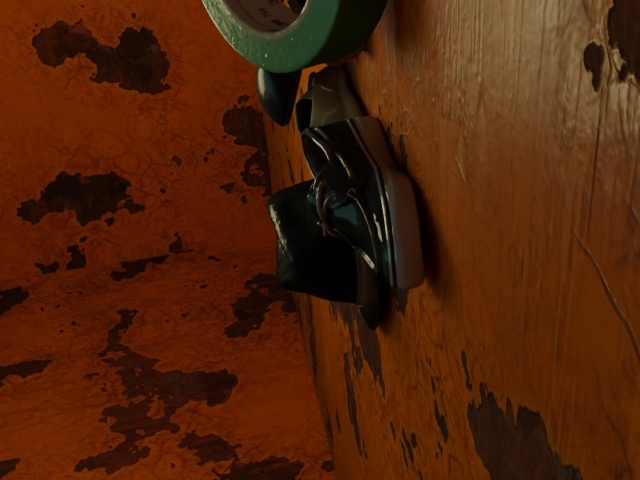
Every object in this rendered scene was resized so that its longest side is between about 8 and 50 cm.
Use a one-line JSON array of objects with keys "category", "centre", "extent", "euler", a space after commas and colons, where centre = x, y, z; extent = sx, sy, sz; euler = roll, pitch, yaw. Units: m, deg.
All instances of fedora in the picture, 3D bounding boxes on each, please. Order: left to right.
[{"category": "fedora", "centre": [0.000, 0.000, 1.430], "extent": [0.334, 0.153, 0.333], "euler": [171, 90, -84]}]

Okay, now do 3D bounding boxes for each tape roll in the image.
[{"category": "tape roll", "centre": [-0.048, -0.359, 1.046], "extent": [0.321, 0.077, 0.321], "euler": [34, 135, 42]}]

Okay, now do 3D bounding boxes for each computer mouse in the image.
[{"category": "computer mouse", "centre": [-0.054, -0.313, 1.431], "extent": [0.188, 0.072, 0.272], "euler": [122, 161, -75]}]

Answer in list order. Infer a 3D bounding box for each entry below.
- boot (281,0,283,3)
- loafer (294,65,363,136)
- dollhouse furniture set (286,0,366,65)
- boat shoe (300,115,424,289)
[{"category": "boot", "centre": [-0.088, -0.490, 1.428], "extent": [0.178, 0.085, 0.236], "euler": [-62, -33, -37]}, {"category": "loafer", "centre": [0.005, -0.199, 1.381], "extent": [0.268, 0.092, 0.101], "euler": [-111, 14, -63]}, {"category": "dollhouse furniture set", "centre": [-0.024, -0.282, 1.209], "extent": [0.182, 0.161, 0.101], "euler": [-129, 31, -80]}, {"category": "boat shoe", "centre": [0.043, -0.045, 1.118], "extent": [0.335, 0.119, 0.121], "euler": [-108, 11, -57]}]
